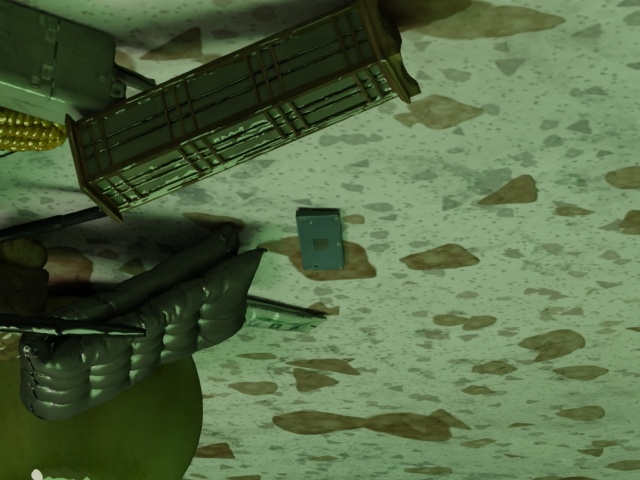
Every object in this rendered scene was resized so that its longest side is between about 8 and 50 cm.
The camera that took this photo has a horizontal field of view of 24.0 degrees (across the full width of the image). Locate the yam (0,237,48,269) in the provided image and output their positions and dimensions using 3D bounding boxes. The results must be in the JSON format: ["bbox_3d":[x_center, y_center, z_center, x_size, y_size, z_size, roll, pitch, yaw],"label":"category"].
[{"bbox_3d":[-0.444,0.066,2.067,0.066,0.066,0.300,13,154,-21],"label":"yam"}]

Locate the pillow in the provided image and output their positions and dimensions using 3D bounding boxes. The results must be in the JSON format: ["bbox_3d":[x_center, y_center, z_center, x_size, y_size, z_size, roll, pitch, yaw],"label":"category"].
[{"bbox_3d":[-0.232,0.112,1.927,0.326,0.101,0.228,-29,162,-22],"label":"pillow"}]

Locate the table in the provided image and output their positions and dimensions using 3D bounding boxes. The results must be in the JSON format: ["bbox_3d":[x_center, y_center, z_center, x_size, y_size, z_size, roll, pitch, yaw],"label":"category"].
[{"bbox_3d":[-0.338,-0.020,1.681,0.249,0.317,0.317,-10,157,-2],"label":"table"}]

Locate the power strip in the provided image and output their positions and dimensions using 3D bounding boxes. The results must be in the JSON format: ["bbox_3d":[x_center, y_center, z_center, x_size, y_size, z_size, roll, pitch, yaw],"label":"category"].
[{"bbox_3d":[-0.289,-0.176,1.441,0.288,0.093,0.053,17,150,-27],"label":"power strip"}]

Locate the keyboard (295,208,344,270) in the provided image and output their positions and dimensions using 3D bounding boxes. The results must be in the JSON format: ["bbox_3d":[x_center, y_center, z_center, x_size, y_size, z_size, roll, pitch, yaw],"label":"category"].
[{"bbox_3d":[0.000,0.001,1.919,0.055,0.014,0.176,1,157,4],"label":"keyboard"}]

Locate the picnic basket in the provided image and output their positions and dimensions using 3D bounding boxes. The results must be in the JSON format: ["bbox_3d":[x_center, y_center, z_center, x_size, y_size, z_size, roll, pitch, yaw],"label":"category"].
[{"bbox_3d":[-0.441,0.086,1.897,0.178,0.128,0.138,11,146,-19],"label":"picnic basket"}]

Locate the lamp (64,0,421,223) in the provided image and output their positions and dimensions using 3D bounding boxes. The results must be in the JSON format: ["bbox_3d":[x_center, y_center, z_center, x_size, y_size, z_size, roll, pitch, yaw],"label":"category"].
[{"bbox_3d":[-0.075,-0.126,1.420,0.325,0.090,0.089,-21,152,10],"label":"lamp"}]

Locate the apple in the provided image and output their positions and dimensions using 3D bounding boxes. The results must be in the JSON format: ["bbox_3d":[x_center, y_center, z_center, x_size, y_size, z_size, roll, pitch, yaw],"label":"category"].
[{"bbox_3d":[-0.339,0.254,2.167,0.357,0.357,0.357,3,157,1],"label":"apple"}]

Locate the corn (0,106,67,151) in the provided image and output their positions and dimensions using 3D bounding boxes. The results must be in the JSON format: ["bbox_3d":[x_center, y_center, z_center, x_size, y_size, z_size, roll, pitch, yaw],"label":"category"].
[{"bbox_3d":[-0.395,-0.149,1.509,0.313,0.102,0.102,12,155,-21],"label":"corn"}]

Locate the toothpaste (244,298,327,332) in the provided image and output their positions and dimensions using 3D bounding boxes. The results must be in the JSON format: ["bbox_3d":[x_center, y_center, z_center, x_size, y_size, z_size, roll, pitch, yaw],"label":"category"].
[{"bbox_3d":[-0.097,0.104,2.148,0.218,0.041,0.064,13,150,-30],"label":"toothpaste"}]
